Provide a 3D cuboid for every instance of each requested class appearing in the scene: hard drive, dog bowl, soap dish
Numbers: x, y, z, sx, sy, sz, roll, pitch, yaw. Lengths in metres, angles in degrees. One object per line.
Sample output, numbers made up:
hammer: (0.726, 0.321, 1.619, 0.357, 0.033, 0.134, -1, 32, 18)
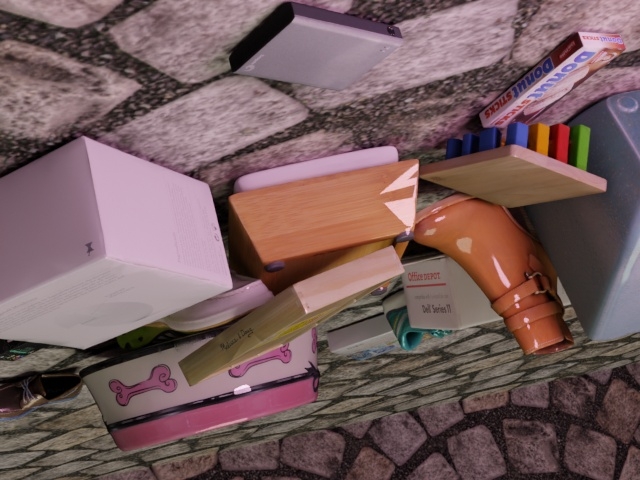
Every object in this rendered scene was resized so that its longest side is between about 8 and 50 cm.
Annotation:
hard drive: (-0.004, -0.175, 0.934, 0.135, 0.022, 0.094, 2, 155, -42)
dog bowl: (-0.184, 0.239, 1.709, 0.408, 0.150, 0.408, -15, 173, -2)
soap dish: (0.000, 0.000, 1.306, 0.229, 0.118, 0.291, -12, 161, -9)

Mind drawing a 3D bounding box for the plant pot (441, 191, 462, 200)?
plant pot: (0.265, -0.042, 1.537, 0.236, 0.032, 0.236, -14, 163, -4)

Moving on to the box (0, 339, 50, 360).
box: (-0.424, 0.128, 1.432, 0.083, 0.062, 0.052, -23, 162, 23)

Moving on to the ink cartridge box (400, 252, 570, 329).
ink cartridge box: (0.262, 0.065, 1.626, 0.353, 0.119, 0.207, -10, 179, -16)

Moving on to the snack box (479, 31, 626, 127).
snack box: (0.255, -0.176, 1.141, 0.064, 0.022, 0.178, -3, 159, -30)

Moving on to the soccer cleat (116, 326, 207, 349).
soccer cleat: (-0.236, 0.129, 1.617, 0.179, 0.060, 0.072, -17, 179, 10)

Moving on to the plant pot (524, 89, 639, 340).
plant pot: (0.430, -0.060, 1.295, 0.247, 0.247, 0.252, -13, 145, -8)

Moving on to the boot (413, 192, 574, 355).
boot: (0.235, 0.054, 1.386, 0.109, 0.220, 0.283, -28, 158, 33)

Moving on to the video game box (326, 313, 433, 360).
video game box: (0.140, 0.190, 2.103, 0.205, 0.048, 0.187, -20, 160, 16)

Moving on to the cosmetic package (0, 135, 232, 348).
cosmetic package: (-0.257, 0.013, 1.103, 0.224, 0.138, 0.224, -22, 162, 22)

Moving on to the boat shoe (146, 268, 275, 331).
boat shoe: (-0.163, 0.056, 1.285, 0.098, 0.096, 0.277, -18, -172, -39)

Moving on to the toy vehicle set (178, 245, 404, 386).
toy vehicle set: (-0.040, 0.095, 1.236, 0.166, 0.035, 0.267, -20, 169, -43)

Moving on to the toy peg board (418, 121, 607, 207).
toy peg board: (0.233, -0.104, 1.233, 0.160, 0.079, 0.161, 16, 165, -33)

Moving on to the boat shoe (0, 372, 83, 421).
boat shoe: (-0.503, 0.262, 1.785, 0.183, 0.066, 0.066, -14, 160, -36)

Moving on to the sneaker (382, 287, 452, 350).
sneaker: (0.220, 0.118, 1.851, 0.107, 0.110, 0.275, -3, 158, -33)
